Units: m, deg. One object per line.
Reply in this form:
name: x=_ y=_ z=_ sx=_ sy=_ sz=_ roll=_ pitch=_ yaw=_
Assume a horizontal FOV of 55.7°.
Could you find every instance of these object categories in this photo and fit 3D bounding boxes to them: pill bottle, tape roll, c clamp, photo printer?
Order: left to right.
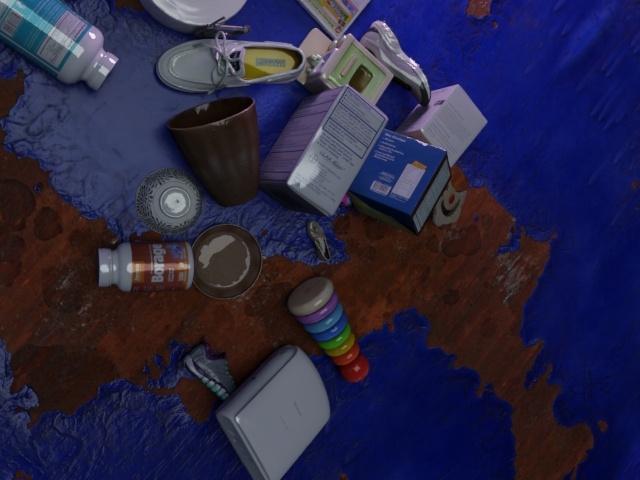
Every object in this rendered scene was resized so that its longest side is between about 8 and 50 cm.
pill bottle: x=-0.583 y=-0.444 z=1.326 sx=0.264 sy=0.146 sz=0.146 roll=35 pitch=81 yaw=-24
pill bottle: x=-0.423 y=0.063 z=1.463 sx=0.216 sy=0.121 sz=0.121 roll=-1 pitch=96 yaw=-24
tape roll: x=-0.308 y=-0.650 z=1.454 sx=0.286 sy=0.100 sz=0.286 roll=-2 pitch=96 yaw=-24
c clamp: x=-0.230 y=-0.508 z=1.467 sx=0.160 sy=0.137 sz=0.022 roll=-22 pitch=104 yaw=-55
photo printer: x=-0.106 y=0.450 z=1.610 sx=0.307 sy=0.107 sz=0.256 roll=-41 pitch=116 yaw=-40

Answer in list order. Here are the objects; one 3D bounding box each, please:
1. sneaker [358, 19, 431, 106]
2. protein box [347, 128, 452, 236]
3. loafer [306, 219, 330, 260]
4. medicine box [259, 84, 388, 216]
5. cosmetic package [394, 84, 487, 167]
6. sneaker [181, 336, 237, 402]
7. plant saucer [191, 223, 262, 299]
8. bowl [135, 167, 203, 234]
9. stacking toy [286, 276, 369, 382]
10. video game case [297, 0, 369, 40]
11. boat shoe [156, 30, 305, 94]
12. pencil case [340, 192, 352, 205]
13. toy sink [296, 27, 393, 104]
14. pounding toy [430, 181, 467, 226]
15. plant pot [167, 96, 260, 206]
sneaker: x=0.209 y=-0.481 z=1.708 sx=0.108 sy=0.100 sz=0.271 roll=-42 pitch=98 yaw=-2
protein box: x=0.211 y=-0.156 z=1.613 sx=0.201 sy=0.199 sz=0.136 roll=-59 pitch=153 yaw=-13
loafer: x=0.000 y=0.000 z=1.692 sx=0.045 sy=0.039 sz=0.125 roll=-26 pitch=105 yaw=-19
medicine box: x=-0.008 y=-0.225 z=1.542 sx=0.149 sy=0.263 sz=0.289 roll=35 pitch=82 yaw=-24
cosmetic package: x=0.345 y=-0.325 z=1.753 sx=0.151 sy=0.151 sz=0.184 roll=44 pitch=76 yaw=-21
sneaker: x=-0.255 y=0.357 z=1.594 sx=0.224 sy=0.083 sz=0.098 roll=48 pitch=71 yaw=-20
plant saucer: x=-0.251 y=0.054 z=1.587 sx=0.198 sy=0.036 sz=0.199 roll=-2 pitch=96 yaw=-24
bowl: x=-0.365 y=-0.096 z=1.496 sx=0.170 sy=0.080 sz=0.170 roll=-2 pitch=95 yaw=-24
stacking toy: x=0.043 y=0.264 z=1.698 sx=0.141 sy=0.141 sz=0.330 roll=-39 pitch=115 yaw=-16
video game case: x=0.027 y=-0.686 z=1.643 sx=0.212 sy=0.023 sz=0.193 roll=41 pitch=78 yaw=-23
boat shoe: x=-0.211 y=-0.427 z=1.467 sx=0.367 sy=0.156 sz=0.136 roll=-2 pitch=96 yaw=-13
pencil case: x=0.092 y=-0.207 z=1.681 sx=0.104 sy=0.104 sz=0.236 roll=32 pitch=84 yaw=-23
toy sink: x=0.051 y=-0.449 z=1.619 sx=0.234 sy=0.131 sz=0.153 roll=37 pitch=80 yaw=-22
pounding toy: x=0.304 y=-0.133 z=1.760 sx=0.269 sy=0.154 sz=0.154 roll=-11 pitch=113 yaw=-54
plant pot: x=-0.236 y=-0.207 z=1.491 sx=0.215 sy=0.215 sz=0.231 roll=-25 pitch=119 yaw=-20
